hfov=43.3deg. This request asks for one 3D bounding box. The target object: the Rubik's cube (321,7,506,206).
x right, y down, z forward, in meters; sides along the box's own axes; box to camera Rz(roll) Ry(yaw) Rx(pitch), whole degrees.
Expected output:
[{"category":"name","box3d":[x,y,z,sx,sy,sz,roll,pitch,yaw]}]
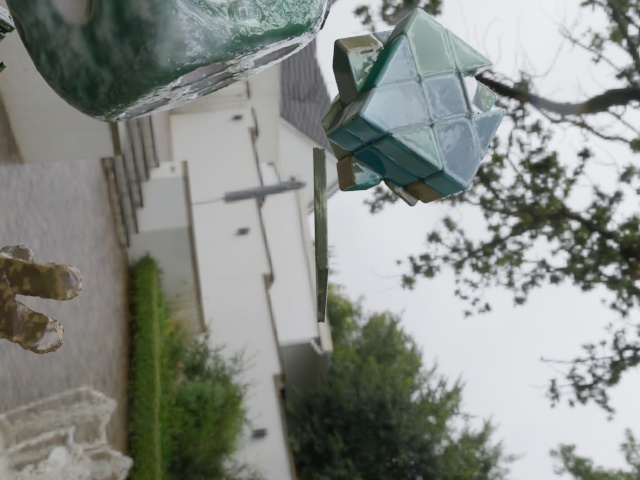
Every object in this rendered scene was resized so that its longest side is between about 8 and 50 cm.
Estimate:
[{"category":"Rubik's cube","box3d":[0.107,-0.169,1.113,0.224,0.265,0.213,-60,-165,-15]}]

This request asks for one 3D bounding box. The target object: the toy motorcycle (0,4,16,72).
[{"category":"toy motorcycle","box3d":[-0.645,-0.393,1.491,0.275,0.205,0.127,52,11,16]}]

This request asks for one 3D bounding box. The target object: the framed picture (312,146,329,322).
[{"category":"framed picture","box3d":[0.000,0.000,0.974,0.203,0.015,0.150,91,-3,-68]}]

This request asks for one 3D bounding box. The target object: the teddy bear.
[{"category":"teddy bear","box3d":[-0.623,0.123,1.590,0.222,0.296,0.246,118,-12,-73]}]

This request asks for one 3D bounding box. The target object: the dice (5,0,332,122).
[{"category":"dice","box3d":[-0.207,-0.372,1.107,0.330,0.348,0.328,-16,-81,46]}]
